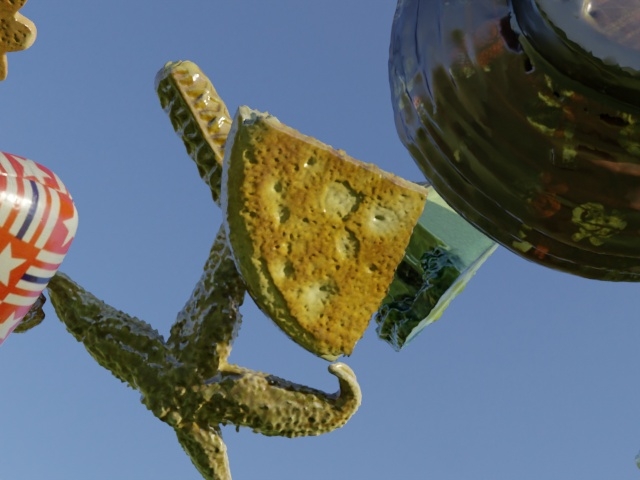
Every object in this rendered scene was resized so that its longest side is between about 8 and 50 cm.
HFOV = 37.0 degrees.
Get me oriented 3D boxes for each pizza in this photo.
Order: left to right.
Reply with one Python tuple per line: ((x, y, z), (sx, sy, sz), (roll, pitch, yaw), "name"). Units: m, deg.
((-0.033, -0.002, 1.183), (0.268, 0.087, 0.257), (24, -83, -19), "pizza")

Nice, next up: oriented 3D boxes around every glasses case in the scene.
((-0.171, 0.045, 0.371), (0.194, 0.049, 0.073), (-46, -32, 18), "glasses case")

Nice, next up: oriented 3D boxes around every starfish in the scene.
((-0.164, 0.131, 1.314), (0.324, 0.082, 0.432), (-39, -97, 3), "starfish")

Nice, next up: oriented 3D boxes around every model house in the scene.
((0.111, 0.030, 1.374), (0.189, 0.195, 0.214), (44, -52, 13), "model house")

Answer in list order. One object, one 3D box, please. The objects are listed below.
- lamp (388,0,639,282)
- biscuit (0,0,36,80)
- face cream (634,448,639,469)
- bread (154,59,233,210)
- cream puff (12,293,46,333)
((0.156, -0.090, 0.515), (0.247, 0.247, 0.247), (8, -46, 9), "lamp")
((-0.352, -0.235, 0.951), (0.133, 0.027, 0.184), (1, -49, -15), "biscuit")
((0.559, 0.298, 1.463), (0.101, 0.101, 0.251), (22, -39, -4), "face cream")
((-0.145, -0.117, 1.454), (0.084, 0.077, 0.367), (-36, -102, 31), "bread")
((-0.425, 0.077, 1.257), (0.094, 0.116, 0.122), (-31, -70, 9), "cream puff")
